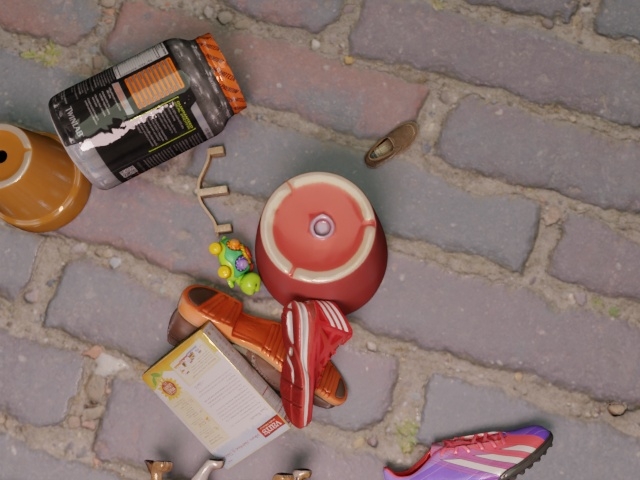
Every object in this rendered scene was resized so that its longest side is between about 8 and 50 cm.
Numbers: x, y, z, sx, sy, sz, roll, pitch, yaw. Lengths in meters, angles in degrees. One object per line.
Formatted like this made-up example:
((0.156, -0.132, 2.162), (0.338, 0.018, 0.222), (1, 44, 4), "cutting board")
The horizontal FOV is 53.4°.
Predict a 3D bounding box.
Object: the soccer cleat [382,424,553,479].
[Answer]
((0.267, 0.400, 1.155), (0.318, 0.108, 0.116), (-28, 75, -2), "soccer cleat")

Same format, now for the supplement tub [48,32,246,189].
((-0.331, -0.259, 1.251), (0.338, 0.207, 0.207), (-27, 79, -4), "supplement tub")

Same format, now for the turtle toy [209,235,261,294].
((-0.161, 0.049, 1.238), (0.066, 0.095, 0.130), (-24, 79, 3), "turtle toy")

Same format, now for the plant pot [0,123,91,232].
((-0.582, -0.133, 1.242), (0.205, 0.188, 0.205), (0, 79, 1), "plant pot")

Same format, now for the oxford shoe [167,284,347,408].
((-0.120, 0.225, 1.211), (0.364, 0.130, 0.132), (32, 113, 2), "oxford shoe")

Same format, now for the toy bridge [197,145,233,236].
((-0.220, -0.098, 1.307), (0.063, 0.026, 0.188), (-7, 78, 3), "toy bridge")

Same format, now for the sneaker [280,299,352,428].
((0.003, 0.210, 1.104), (0.128, 0.087, 0.221), (-3, 99, -31), "sneaker")

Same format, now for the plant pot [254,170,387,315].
((0.000, 0.000, 1.171), (0.275, 0.243, 0.274), (0, 78, 1), "plant pot")

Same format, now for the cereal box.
((-0.185, 0.283, 1.154), (0.173, 0.047, 0.240), (-38, 97, 22), "cereal box")

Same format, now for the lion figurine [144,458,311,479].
((-0.141, 0.506, 1.078), (0.393, 0.142, 0.240), (1, 78, 19), "lion figurine")

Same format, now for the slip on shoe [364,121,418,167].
((0.147, -0.200, 1.309), (0.135, 0.041, 0.051), (-34, 80, -5), "slip on shoe")
